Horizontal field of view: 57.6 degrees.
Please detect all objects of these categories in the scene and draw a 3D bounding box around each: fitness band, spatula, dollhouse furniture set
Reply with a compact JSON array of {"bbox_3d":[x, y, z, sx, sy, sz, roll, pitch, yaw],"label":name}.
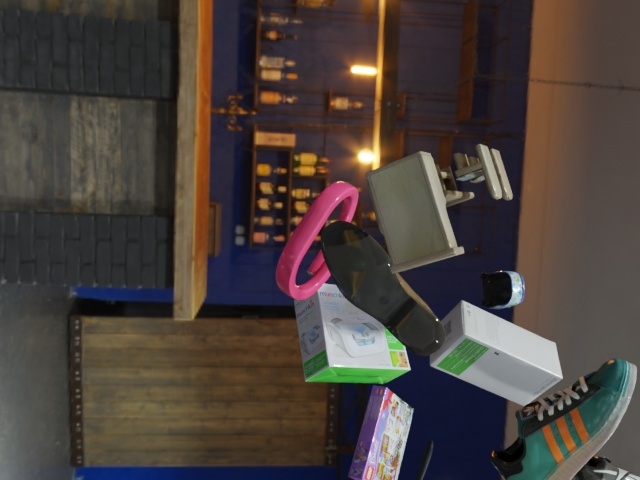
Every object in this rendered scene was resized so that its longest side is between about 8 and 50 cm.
[{"bbox_3d":[0.000,0.000,1.335,0.290,0.054,0.209,-59,155,-5],"label":"fitness band"},{"bbox_3d":[0.252,0.664,1.501,0.084,0.030,0.296,94,11,-69],"label":"spatula"},{"bbox_3d":[0.191,-0.046,0.970,0.242,0.212,0.161,-5,78,-58],"label":"dollhouse furniture set"}]

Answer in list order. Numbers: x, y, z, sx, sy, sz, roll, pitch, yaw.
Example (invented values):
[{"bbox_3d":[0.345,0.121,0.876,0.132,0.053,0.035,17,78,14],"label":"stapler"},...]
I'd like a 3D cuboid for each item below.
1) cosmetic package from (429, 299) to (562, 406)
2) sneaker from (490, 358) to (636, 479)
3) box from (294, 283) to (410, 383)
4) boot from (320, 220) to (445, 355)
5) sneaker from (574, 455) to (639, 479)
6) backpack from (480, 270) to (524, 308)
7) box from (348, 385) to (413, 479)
[{"bbox_3d":[0.554,0.362,1.862,0.197,0.366,0.155,-58,-168,38],"label":"cosmetic package"},{"bbox_3d":[0.405,0.308,0.989,0.302,0.121,0.108,-60,166,16],"label":"sneaker"},{"bbox_3d":[0.080,0.250,1.546,0.127,0.262,0.231,-42,-133,45],"label":"box"},{"bbox_3d":[0.112,0.086,1.117,0.305,0.112,0.115,48,9,-3],"label":"boot"},{"bbox_3d":[0.629,0.513,1.263,0.078,0.234,0.106,-55,-139,30],"label":"sneaker"},{"bbox_3d":[0.506,0.134,1.591,0.114,0.084,0.105,156,-63,-63],"label":"backpack"},{"bbox_3d":[0.200,0.642,1.868,0.201,0.057,0.293,46,53,-40],"label":"box"}]
